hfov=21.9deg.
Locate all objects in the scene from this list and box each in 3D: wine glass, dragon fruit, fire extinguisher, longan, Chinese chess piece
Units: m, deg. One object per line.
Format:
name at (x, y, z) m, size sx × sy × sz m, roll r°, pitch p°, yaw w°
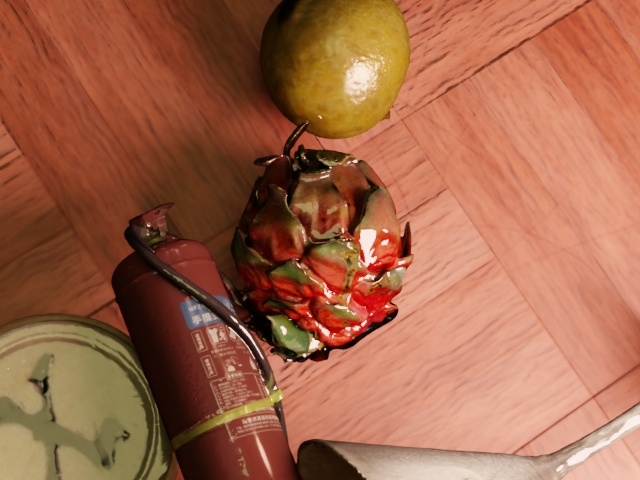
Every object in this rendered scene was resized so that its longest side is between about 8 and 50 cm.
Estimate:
wine glass at (0.211, 0.198, 1.477) m, size 0.406 × 0.267 × 0.267 m, roll -29°, pitch 83°, yaw -18°
dragon fruit at (-0.001, 0.009, 1.525) m, size 0.182 × 0.182 × 0.188 m, roll 17°, pitch 116°, yaw -5°
fire extinguisher at (-0.097, 0.111, 1.455) m, size 0.105 × 0.141 × 0.341 m, roll -26°, pitch 72°, yaw 13°
longan at (0.020, -0.171, 1.589) m, size 0.154 × 0.176 × 0.145 m, roll -51°, pitch 46°, yaw -5°
Chinese chess piece at (-0.235, 0.180, 1.490) m, size 0.238 × 0.092 × 0.237 m, roll 2°, pitch 77°, yaw -9°
